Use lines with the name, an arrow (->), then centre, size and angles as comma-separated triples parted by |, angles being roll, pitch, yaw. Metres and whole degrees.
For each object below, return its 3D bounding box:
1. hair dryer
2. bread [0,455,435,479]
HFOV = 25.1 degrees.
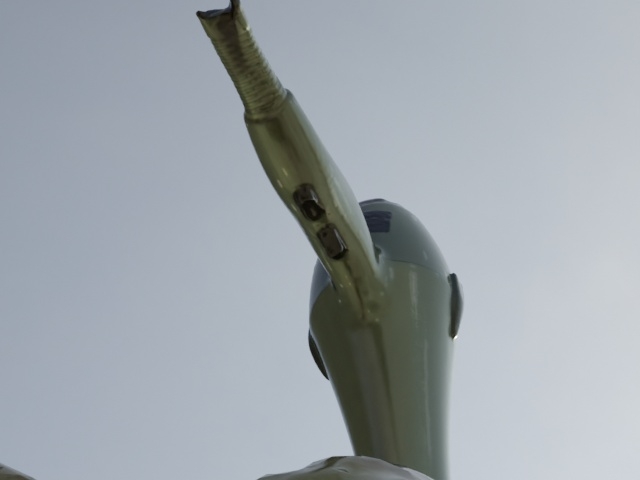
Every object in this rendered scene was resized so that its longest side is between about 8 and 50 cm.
hair dryer -> 0.011, 0.036, 0.724 | 0.092, 0.229, 0.267 | -21, -32, 14
bread -> -0.036, 0.215, 0.319 | 0.300, 0.341, 0.210 | 24, -36, 3
